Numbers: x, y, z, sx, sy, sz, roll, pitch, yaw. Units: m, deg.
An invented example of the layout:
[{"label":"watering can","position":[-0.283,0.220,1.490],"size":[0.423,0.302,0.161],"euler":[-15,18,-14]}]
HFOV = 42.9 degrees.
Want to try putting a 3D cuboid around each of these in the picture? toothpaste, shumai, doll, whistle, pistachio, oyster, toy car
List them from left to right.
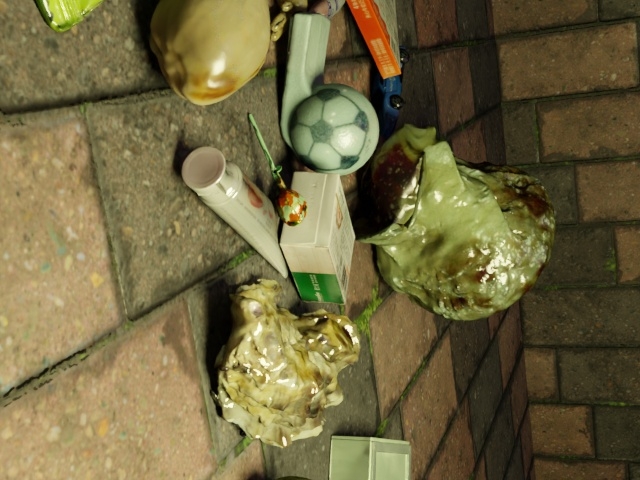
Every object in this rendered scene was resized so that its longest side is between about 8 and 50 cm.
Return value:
[{"label":"pistachio","position":[-0.130,-0.259,0.997],"size":[0.144,0.144,0.215],"euler":[61,37,-46]},{"label":"toothpaste","position":[-0.097,-0.038,1.146],"size":[0.323,0.066,0.100],"euler":[48,39,-64]},{"label":"oyster","position":[-0.047,0.167,1.164],"size":[0.351,0.115,0.238],"euler":[54,40,-53]},{"label":"doll","position":[-0.050,-0.360,1.301],"size":[0.061,0.051,0.093],"euler":[108,-7,-57]},{"label":"toothpaste","position":[-0.003,-0.397,1.425],"size":[0.067,0.043,0.194],"euler":[-63,178,38]},{"label":"whistle","position":[0.023,-0.214,1.312],"size":[0.163,0.163,0.289],"euler":[-25,124,-65]},{"label":"toy car","position":[0.141,-0.314,1.713],"size":[0.103,0.063,0.216],"euler":[113,-11,-61]},{"label":"shumai","position":[0.233,-0.069,1.616],"size":[0.348,0.395,0.395],"euler":[45,43,-29]}]

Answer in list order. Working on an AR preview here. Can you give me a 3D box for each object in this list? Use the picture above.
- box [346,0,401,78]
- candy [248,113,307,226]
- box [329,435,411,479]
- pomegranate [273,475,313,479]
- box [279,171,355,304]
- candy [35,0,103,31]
[{"label":"box","position":[0.097,-0.510,1.625],"size":[0.273,0.048,0.265],"euler":[52,32,-52]},{"label":"candy","position":[-0.068,-0.105,1.194],"size":[0.049,0.055,0.184],"euler":[-19,78,-24]},{"label":"box","position":[0.096,0.433,1.508],"size":[0.225,0.086,0.129],"euler":[32,58,-62]},{"label":"pomegranate","position":[-0.043,0.419,1.104],"size":[0.210,0.179,0.179],"euler":[-27,116,-32]},{"label":"box","position":[0.000,0.000,1.297],"size":[0.199,0.081,0.135],"euler":[77,20,-58]},{"label":"candy","position":[-0.226,-0.335,0.866],"size":[0.246,0.069,0.149],"euler":[-61,144,-50]}]
